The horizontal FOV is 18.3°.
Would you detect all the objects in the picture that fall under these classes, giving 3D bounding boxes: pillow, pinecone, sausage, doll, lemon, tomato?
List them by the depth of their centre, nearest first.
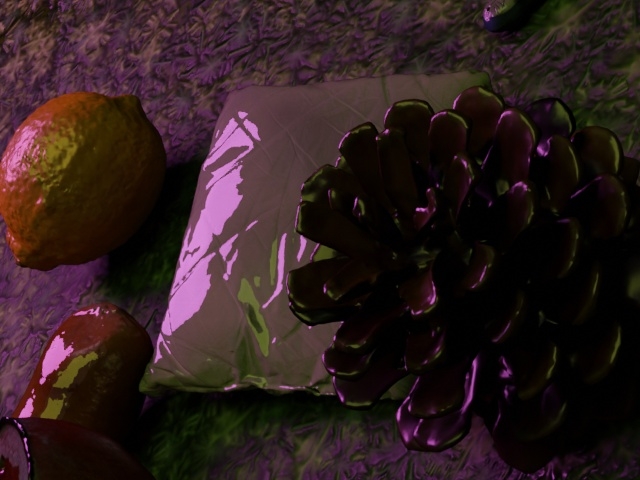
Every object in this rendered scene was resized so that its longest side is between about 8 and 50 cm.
[{"bbox_3d":[0.093,0.015,1.312,0.264,0.264,0.264,-27,44,29],"label":"pinecone"},{"bbox_3d":[-0.184,0.243,1.491,0.214,0.155,0.181,-67,30,27],"label":"tomato"},{"bbox_3d":[-0.001,-0.001,1.569,0.280,0.076,0.274,-3,65,39],"label":"pillow"},{"bbox_3d":[0.177,-0.214,1.590,0.125,0.027,0.037,-46,30,9],"label":"doll"},{"bbox_3d":[-0.223,0.177,1.626,0.109,0.109,0.270,18,74,51],"label":"sausage"},{"bbox_3d":[-0.219,-0.052,1.780,0.187,0.142,0.142,-54,37,6],"label":"lemon"}]
